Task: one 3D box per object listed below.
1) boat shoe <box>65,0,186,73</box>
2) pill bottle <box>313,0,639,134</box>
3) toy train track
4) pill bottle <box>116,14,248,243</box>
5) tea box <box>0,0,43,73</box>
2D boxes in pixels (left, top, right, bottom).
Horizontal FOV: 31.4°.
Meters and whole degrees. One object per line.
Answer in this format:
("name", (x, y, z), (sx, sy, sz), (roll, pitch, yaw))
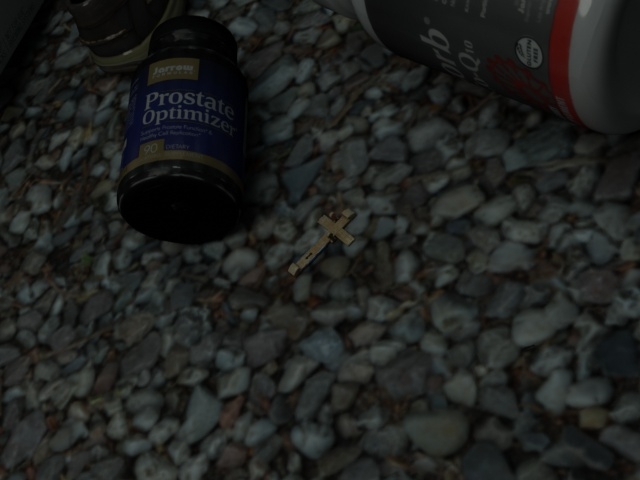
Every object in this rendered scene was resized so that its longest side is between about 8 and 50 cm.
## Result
("boat shoe", (-0.208, -0.365, 1.343), (0.132, 0.130, 0.355), (-7, 56, 23))
("pill bottle", (0.157, -0.246, 1.027), (0.363, 0.210, 0.210), (29, 75, 38))
("toy train track", (0.000, 0.000, 1.069), (0.083, 0.014, 0.048), (-46, 50, -7))
("pill bottle", (-0.135, -0.116, 1.144), (0.123, 0.123, 0.219), (-14, 54, 19))
("tea box", (-0.491, -0.374, 1.323), (0.220, 0.323, 0.329), (-2, 46, 19))
